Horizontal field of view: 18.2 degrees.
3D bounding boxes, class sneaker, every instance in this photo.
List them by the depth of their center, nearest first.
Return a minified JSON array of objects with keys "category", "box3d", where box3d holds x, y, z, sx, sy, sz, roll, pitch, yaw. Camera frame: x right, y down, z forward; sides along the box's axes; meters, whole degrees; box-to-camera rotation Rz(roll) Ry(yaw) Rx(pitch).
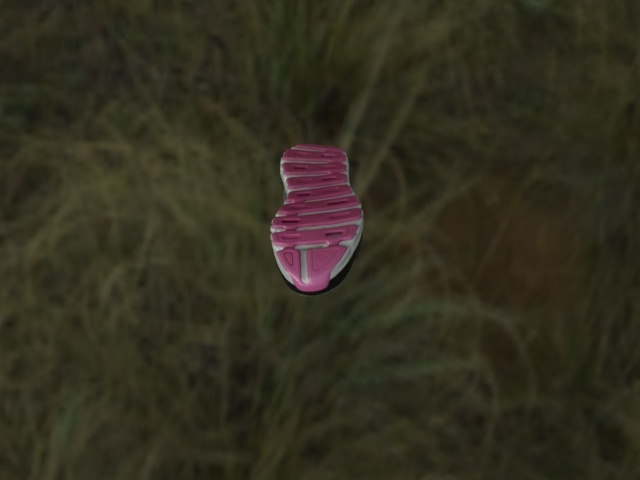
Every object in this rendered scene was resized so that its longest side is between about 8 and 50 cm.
[{"category":"sneaker","box3d":[0.000,0.000,1.377,0.063,0.074,0.170,-5,30,1]}]
